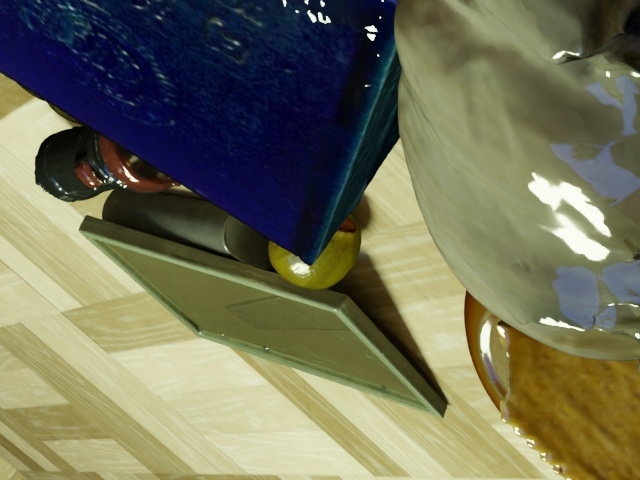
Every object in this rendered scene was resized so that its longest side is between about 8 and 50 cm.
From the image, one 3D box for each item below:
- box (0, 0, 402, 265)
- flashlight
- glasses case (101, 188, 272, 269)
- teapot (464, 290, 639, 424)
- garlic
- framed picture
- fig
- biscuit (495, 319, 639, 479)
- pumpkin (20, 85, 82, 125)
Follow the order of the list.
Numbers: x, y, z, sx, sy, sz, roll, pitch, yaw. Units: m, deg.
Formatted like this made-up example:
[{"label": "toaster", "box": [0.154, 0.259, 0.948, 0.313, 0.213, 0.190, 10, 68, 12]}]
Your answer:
[{"label": "box", "box": [-0.068, -0.142, 0.790, 0.261, 0.116, 0.279, 33, 155, 6]}, {"label": "flashlight", "box": [-0.189, -0.074, 1.389, 0.093, 0.093, 0.232, 45, 156, -19]}, {"label": "glasses case", "box": [-0.126, -0.009, 1.487, 0.190, 0.042, 0.072, 10, 154, 45]}, {"label": "teapot", "box": [0.199, 0.077, 1.067, 0.252, 0.135, 0.178, 56, 153, 9]}, {"label": "garlic", "box": [0.172, -0.098, 0.595, 0.241, 0.322, 0.322, 56, 162, 18]}, {"label": "framed picture", "box": [-0.055, 0.073, 1.507, 0.324, 0.020, 0.240, 15, 159, 37]}, {"label": "fig", "box": [0.000, 0.000, 1.290, 0.074, 0.074, 0.088, 41, 142, -12]}, {"label": "biscuit", "box": [0.239, 0.081, 0.975, 0.237, 0.232, 0.013, 44, -165, -18]}, {"label": "pumpkin", "box": [-0.142, -0.168, 1.055, 0.238, 0.159, 0.238, 32, 153, 18]}]
